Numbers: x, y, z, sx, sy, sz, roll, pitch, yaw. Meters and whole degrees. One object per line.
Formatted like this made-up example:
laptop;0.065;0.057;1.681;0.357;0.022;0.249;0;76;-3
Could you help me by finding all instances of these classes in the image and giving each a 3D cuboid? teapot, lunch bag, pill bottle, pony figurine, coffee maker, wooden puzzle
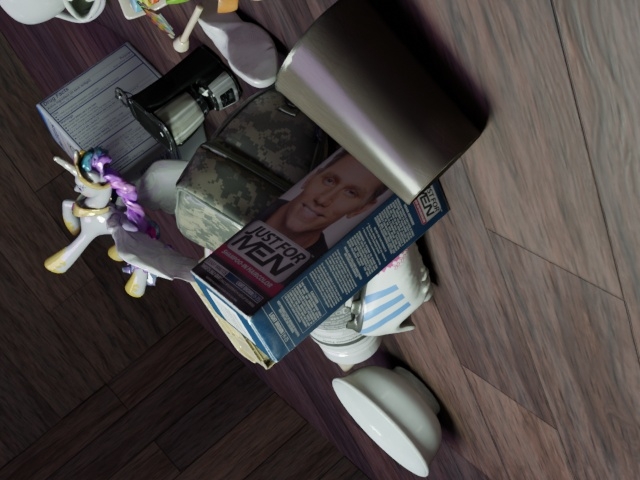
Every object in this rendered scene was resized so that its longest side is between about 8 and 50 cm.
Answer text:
teapot;-0.588;-0.588;2.086;0.256;0.187;0.252;-47;-61;-80
lunch bag;-0.098;-0.104;1.662;0.212;0.256;0.305;28;165;2
pill bottle;0.033;0.118;1.981;0.161;0.161;0.283;39;161;37
pony figurine;-0.398;-0.030;2.061;0.351;0.303;0.363;19;141;-8
coffee maker;-0.267;-0.282;1.865;0.171;0.178;0.120;48;162;2
wooden puzzle;-0.262;-0.357;1.595;0.049;0.006;0.083;31;168;38

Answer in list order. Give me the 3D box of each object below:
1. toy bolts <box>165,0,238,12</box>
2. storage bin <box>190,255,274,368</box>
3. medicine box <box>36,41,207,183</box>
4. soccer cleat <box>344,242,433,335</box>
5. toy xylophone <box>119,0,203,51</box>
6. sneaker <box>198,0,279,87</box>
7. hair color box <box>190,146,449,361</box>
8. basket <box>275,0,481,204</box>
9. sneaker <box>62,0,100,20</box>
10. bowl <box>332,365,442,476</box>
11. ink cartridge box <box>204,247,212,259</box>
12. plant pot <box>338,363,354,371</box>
toy bolts;-0.133;-0.432;1.323;0.228;0.158;0.218;147;125;-84
storage bin;-0.108;0.098;2.149;0.123;0.262;0.260;25;150;53
medicine box;-0.451;-0.263;2.270;0.289;0.263;0.149;45;163;21
soccer cleat;0.131;0.041;1.666;0.331;0.143;0.116;102;167;-48
toy xylophone;-0.277;-0.441;1.615;0.236;0.081;0.323;68;164;7
sneaker;-0.124;-0.310;1.615;0.212;0.080;0.094;53;173;32
hair color box;0.000;0.000;1.443;0.174;0.347;0.105;32;156;47
basket;0.077;-0.168;1.228;0.227;0.154;0.204;46;166;5
sneaker;-0.415;-0.465;1.717;0.258;0.094;0.091;108;160;-77
bowl;0.175;0.381;2.231;0.298;0.134;0.298;43;163;16
ink cartridge box;-0.129;0.003;1.957;0.088;0.193;0.234;33;129;47
plant pot;0.074;0.213;2.211;0.109;0.109;0.096;50;154;3
